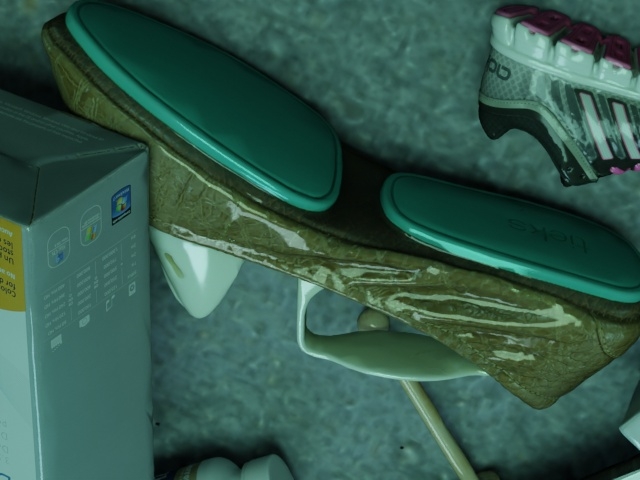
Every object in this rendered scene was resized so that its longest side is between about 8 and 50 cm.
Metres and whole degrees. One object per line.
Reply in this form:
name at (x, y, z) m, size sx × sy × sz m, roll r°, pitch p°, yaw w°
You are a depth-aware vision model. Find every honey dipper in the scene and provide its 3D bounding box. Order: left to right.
honey dipper at (0.065, 0.104, 1.017) m, size 0.030 × 0.030 × 0.161 m, roll -28°, pitch 106°, yaw 17°

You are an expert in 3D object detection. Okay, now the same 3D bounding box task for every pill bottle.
pill bottle at (-0.074, 0.162, 1.034) m, size 0.120 × 0.067 × 0.067 m, roll -20°, pitch 112°, yaw 14°

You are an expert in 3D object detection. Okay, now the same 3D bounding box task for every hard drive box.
hard drive box at (-0.180, 0.041, 0.920) m, size 0.181 × 0.089 × 0.232 m, roll 21°, pitch 129°, yaw 27°

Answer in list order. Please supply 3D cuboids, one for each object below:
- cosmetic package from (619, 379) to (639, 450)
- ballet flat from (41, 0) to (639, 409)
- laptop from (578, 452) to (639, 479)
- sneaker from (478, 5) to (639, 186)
cosmetic package at (0.385, 0.118, 0.904) m, size 0.377 × 0.097 × 0.284 m, roll 43°, pitch 111°, yaw 2°
ballet flat at (0.000, 0.000, 0.933) m, size 0.342 × 0.116 × 0.124 m, roll 23°, pitch 120°, yaw -11°
laptop at (0.126, 0.393, 1.027) m, size 0.382 × 0.236 × 0.408 m, roll -26°, pitch 119°, yaw 16°
sneaker at (0.153, -0.055, 0.913) m, size 0.170 × 0.063 × 0.075 m, roll 23°, pitch 115°, yaw 0°
